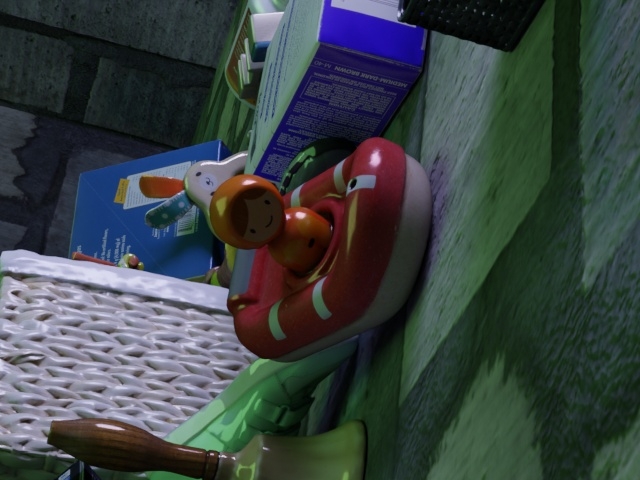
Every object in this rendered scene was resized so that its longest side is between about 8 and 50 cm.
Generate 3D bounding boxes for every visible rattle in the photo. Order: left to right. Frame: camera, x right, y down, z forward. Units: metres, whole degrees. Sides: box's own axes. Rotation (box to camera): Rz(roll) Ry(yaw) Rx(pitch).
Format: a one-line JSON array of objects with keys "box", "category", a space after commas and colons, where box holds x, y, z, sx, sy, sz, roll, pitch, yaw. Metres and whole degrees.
[{"box": [-0.102, -0.058, 1.792, 0.143, 0.200, 0.130, 180, 104, -81], "category": "rattle"}]

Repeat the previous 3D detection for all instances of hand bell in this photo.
[{"box": [-0.097, 0.177, 1.260, 0.126, 0.242, 0.126, -166, 90, -82], "category": "hand bell"}]

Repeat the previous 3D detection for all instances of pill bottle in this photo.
[{"box": [-0.042, -0.269, 2.010, 0.216, 0.121, 0.121, 117, 165, -53], "category": "pill bottle"}]

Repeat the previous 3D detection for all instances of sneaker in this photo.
[{"box": [-0.030, 0.186, 1.405, 0.256, 0.151, 0.094, -42, -13, 25], "category": "sneaker"}, {"box": [0.000, 0.000, 1.556, 0.223, 0.083, 0.098, 110, 146, -46], "category": "sneaker"}]

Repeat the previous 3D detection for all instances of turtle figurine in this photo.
[{"box": [-0.135, 0.071, 1.762, 0.217, 0.269, 0.087, -32, 29, 43], "category": "turtle figurine"}]

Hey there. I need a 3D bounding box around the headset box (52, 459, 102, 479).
[{"box": [-0.192, 0.366, 1.259, 0.246, 0.283, 0.131, -40, 10, -1], "category": "headset box"}]

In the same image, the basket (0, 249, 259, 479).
[{"box": [-0.212, 0.230, 1.665, 0.266, 0.331, 0.328, -93, 19, -46], "category": "basket"}]

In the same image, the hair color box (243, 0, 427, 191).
[{"box": [0.016, -0.180, 1.566, 0.339, 0.110, 0.185, 127, 154, -64], "category": "hair color box"}]

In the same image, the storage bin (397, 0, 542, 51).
[{"box": [0.121, -0.228, 1.064, 0.180, 0.084, 0.122, 120, 163, -57], "category": "storage bin"}]

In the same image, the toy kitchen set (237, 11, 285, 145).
[{"box": [-0.023, -0.161, 1.876, 0.207, 0.122, 0.166, 122, 141, -76], "category": "toy kitchen set"}]

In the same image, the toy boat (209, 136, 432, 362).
[{"box": [-0.020, -0.005, 1.260, 0.231, 0.151, 0.151, -29, 43, 48], "category": "toy boat"}]

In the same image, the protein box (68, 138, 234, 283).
[{"box": [-0.189, 0.010, 1.948, 0.136, 0.201, 0.200, 52, -147, -50], "category": "protein box"}]
